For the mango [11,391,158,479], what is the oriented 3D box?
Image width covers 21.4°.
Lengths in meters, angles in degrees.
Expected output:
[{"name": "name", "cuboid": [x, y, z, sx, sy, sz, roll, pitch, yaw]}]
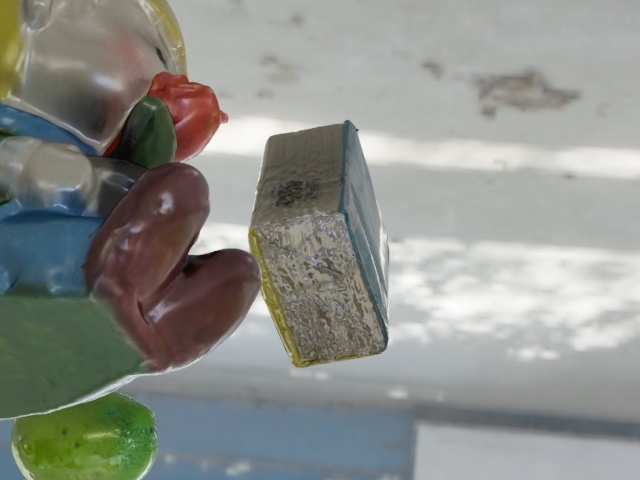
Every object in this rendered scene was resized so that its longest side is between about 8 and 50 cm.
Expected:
[{"name": "mango", "cuboid": [-0.231, 0.194, 1.641, 0.178, 0.119, 0.100, -4, -160, 39]}]

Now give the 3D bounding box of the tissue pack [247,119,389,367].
[{"name": "tissue pack", "cuboid": [0.000, 0.000, 1.228, 0.082, 0.169, 0.120, -14, 115, 9]}]

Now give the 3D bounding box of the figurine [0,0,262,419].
[{"name": "figurine", "cuboid": [-0.091, -0.045, 0.685, 0.185, 0.234, 0.127, -16, 125, 37]}]
